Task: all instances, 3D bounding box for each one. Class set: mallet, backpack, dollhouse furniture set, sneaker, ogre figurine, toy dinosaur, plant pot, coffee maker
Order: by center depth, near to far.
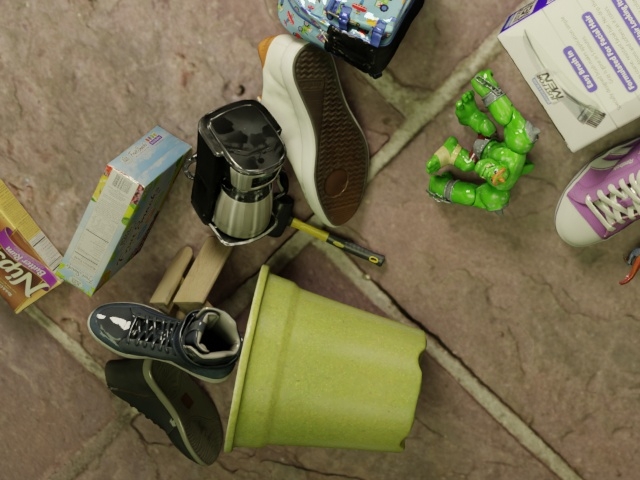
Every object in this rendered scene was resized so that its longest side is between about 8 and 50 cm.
[{"bbox_3d":[0.406,-0.068,1.717,0.102,0.161,0.282,45,119,-7],"label":"sneaker"},{"bbox_3d":[0.036,-0.318,1.718,0.173,0.158,0.117,27,159,9],"label":"backpack"},{"bbox_3d":[0.222,-0.120,1.792,0.118,0.097,0.197,34,105,21],"label":"ogre figurine"},{"bbox_3d":[0.447,0.015,1.796,0.047,0.090,0.082,24,151,-12],"label":"toy dinosaur"},{"bbox_3d":[-0.128,-0.104,1.843,0.171,0.120,0.178,32,145,13],"label":"coffee maker"},{"bbox_3d":[-0.015,-0.158,1.860,0.123,0.106,0.290,25,137,47],"label":"sneaker"},{"bbox_3d":[-0.218,0.128,1.904,0.226,0.086,0.163,18,161,-7],"label":"sneaker"},{"bbox_3d":[0.012,0.194,1.919,0.254,0.276,0.276,12,117,-1],"label":"plant pot"},{"bbox_3d":[0.000,0.000,1.945,0.189,0.039,0.062,30,117,-2],"label":"mallet"},{"bbox_3d":[-0.169,0.089,2.032,0.144,0.123,0.151,-1,140,37],"label":"dollhouse furniture set"},{"bbox_3d":[-0.247,0.265,2.127,0.118,0.083,0.222,-7,119,40],"label":"sneaker"}]

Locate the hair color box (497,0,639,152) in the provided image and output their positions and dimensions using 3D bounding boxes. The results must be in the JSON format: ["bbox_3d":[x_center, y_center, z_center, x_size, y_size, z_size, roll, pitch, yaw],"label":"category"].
[{"bbox_3d":[0.412,-0.275,1.651,0.339,0.110,0.185,-29,104,24],"label":"hair color box"}]

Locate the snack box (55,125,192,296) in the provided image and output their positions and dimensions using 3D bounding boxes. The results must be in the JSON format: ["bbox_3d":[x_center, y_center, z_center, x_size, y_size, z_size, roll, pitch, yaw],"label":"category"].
[{"bbox_3d":[-0.283,-0.044,1.931,0.070,0.174,0.207,31,118,4],"label":"snack box"}]

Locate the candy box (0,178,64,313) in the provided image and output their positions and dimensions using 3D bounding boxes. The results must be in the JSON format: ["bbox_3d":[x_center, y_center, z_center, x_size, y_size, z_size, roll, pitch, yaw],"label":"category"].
[{"bbox_3d":[-0.488,0.011,2.089,0.109,0.053,0.187,-32,100,27],"label":"candy box"}]
